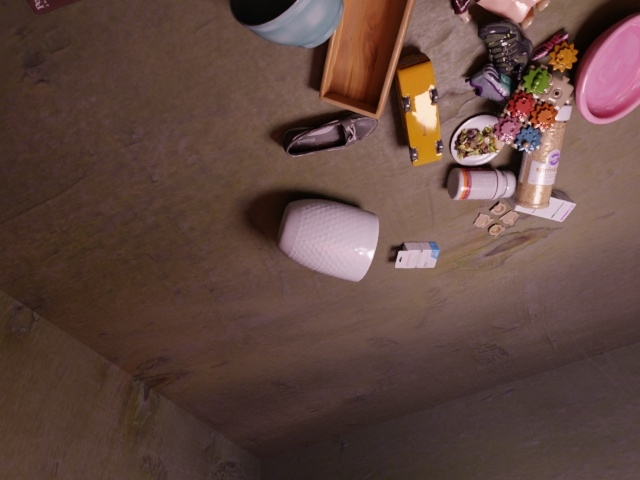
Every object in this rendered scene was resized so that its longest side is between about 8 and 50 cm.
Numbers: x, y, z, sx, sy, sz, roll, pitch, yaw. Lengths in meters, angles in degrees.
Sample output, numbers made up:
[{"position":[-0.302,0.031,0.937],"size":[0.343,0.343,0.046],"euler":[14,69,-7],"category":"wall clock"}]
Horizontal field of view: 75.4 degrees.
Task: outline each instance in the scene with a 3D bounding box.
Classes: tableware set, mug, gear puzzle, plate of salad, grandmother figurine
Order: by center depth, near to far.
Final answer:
[{"position":[0.452,-0.702,1.147],"size":[0.342,0.104,0.208],"euler":[16,141,-16],"category":"grandmother figurine"},{"position":[0.697,-0.447,1.298],"size":[0.175,0.044,0.339],"euler":[26,107,-3],"category":"gear puzzle"},{"position":[0.569,-0.349,1.482],"size":[0.199,0.048,0.200],"euler":[-3,131,-4],"category":"plate of salad"},{"position":[0.000,0.000,1.596],"size":[0.327,0.277,0.374],"euler":[15,157,-11],"category":"mug"},{"position":[0.739,-0.087,1.736],"size":[0.168,0.020,0.141],"euler":[26,122,-25],"category":"tableware set"}]

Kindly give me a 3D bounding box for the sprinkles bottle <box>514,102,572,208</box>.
[{"position":[0.769,-0.293,1.444],"size":[0.121,0.121,0.356],"euler":[-2,113,-5],"category":"sprinkles bottle"}]

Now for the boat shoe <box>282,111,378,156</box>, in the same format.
[{"position":[0.035,-0.347,1.394],"size":[0.334,0.096,0.112],"euler":[-13,130,4],"category":"boat shoe"}]

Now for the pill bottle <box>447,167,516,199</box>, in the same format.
[{"position":[0.601,-0.211,1.552],"size":[0.221,0.121,0.121],"euler":[-1,130,-6],"category":"pill bottle"}]

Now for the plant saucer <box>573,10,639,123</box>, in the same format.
[{"position":[0.933,-0.540,1.303],"size":[0.331,0.084,0.332],"euler":[-12,129,-15],"category":"plant saucer"}]

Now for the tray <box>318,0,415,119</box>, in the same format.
[{"position":[0.135,-0.581,1.181],"size":[0.202,0.076,0.411],"euler":[21,130,10],"category":"tray"}]

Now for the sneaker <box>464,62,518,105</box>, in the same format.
[{"position":[0.574,-0.494,1.363],"size":[0.223,0.083,0.098],"euler":[26,155,-33],"category":"sneaker"}]

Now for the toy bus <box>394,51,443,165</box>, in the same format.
[{"position":[0.318,-0.415,1.346],"size":[0.108,0.130,0.333],"euler":[-16,129,6],"category":"toy bus"}]

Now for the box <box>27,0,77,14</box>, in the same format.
[{"position":[-0.559,-0.714,1.000],"size":[0.381,0.143,0.191],"euler":[-14,130,8],"category":"box"}]

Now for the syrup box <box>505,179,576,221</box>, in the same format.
[{"position":[0.872,-0.156,1.644],"size":[0.236,0.093,0.096],"euler":[12,126,-16],"category":"syrup box"}]

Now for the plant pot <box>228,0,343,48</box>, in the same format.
[{"position":[-0.060,-0.625,1.061],"size":[0.293,0.293,0.196],"euler":[-35,151,21],"category":"plant pot"}]

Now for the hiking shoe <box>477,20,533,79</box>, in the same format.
[{"position":[0.548,-0.562,1.229],"size":[0.226,0.086,0.114],"euler":[10,93,-31],"category":"hiking shoe"}]

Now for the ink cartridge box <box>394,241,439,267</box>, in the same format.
[{"position":[0.411,0.063,1.798],"size":[0.180,0.060,0.104],"euler":[0,130,-6],"category":"ink cartridge box"}]

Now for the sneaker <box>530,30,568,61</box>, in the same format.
[{"position":[0.721,-0.596,1.300],"size":[0.119,0.047,0.057],"euler":[-32,137,20],"category":"sneaker"}]
